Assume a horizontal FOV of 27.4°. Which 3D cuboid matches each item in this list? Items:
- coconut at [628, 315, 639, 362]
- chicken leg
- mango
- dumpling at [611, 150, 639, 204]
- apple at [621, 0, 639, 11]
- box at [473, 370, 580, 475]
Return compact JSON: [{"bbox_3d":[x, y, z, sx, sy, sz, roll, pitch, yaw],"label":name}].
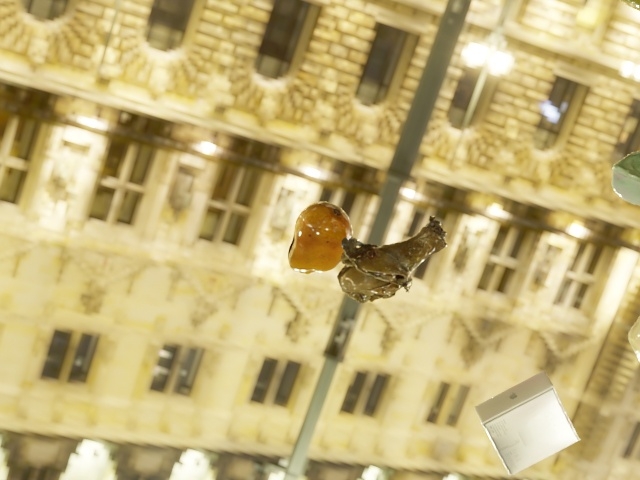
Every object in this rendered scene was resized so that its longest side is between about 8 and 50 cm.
[{"bbox_3d":[0.648,0.170,2.203,0.233,0.245,0.233,25,-160,-10],"label":"coconut"},{"bbox_3d":[0.121,0.034,2.152,0.196,0.080,0.125,-15,-118,-5],"label":"chicken leg"},{"bbox_3d":[0.001,-0.004,2.244,0.105,0.159,0.084,18,-123,-7],"label":"mango"},{"bbox_3d":[0.619,-0.117,2.384,0.149,0.104,0.217,-8,174,44],"label":"dumpling"},{"bbox_3d":[0.564,-0.471,2.099,0.258,0.233,0.295,-9,-147,-44],"label":"apple"},{"bbox_3d":[0.336,0.298,2.127,0.130,0.129,0.051,60,-177,-31],"label":"box"}]
